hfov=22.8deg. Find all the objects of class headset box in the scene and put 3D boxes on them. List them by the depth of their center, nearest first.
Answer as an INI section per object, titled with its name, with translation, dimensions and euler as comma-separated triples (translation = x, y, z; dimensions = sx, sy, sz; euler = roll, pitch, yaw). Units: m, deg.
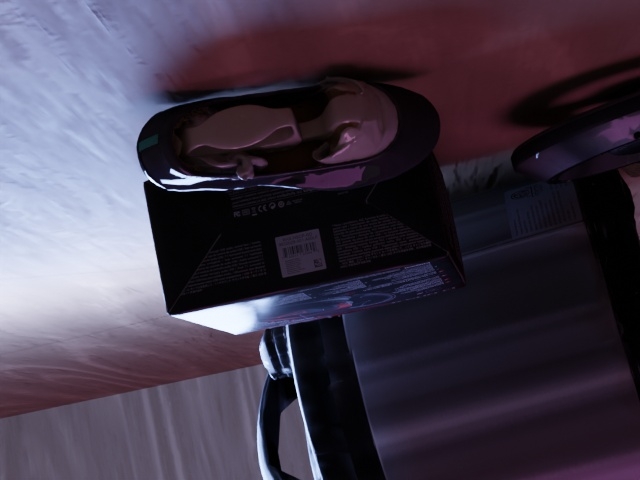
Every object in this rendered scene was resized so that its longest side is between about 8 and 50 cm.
[headset box]
translation = 0.000, 0.000, 1.303
dimensions = 0.218, 0.110, 0.293
euler = -12, 172, 7

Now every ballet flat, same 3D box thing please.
[ballet flat]
translation = -0.012, -0.067, 0.988
dimensions = 0.203, 0.074, 0.074
euler = -7, 171, -16

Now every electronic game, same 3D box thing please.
[electronic game]
translation = 0.257, -0.096, 1.226
dimensions = 0.229, 0.048, 0.229
euler = -17, 174, -2

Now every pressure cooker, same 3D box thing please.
[pressure cooker]
translation = 0.138, 0.140, 1.553
dimensions = 0.420, 0.376, 0.370
euler = -16, 170, 9

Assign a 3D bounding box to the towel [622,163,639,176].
[towel]
translation = 0.328, -0.086, 1.469
dimensions = 0.110, 0.027, 0.148
euler = -13, 173, 19
